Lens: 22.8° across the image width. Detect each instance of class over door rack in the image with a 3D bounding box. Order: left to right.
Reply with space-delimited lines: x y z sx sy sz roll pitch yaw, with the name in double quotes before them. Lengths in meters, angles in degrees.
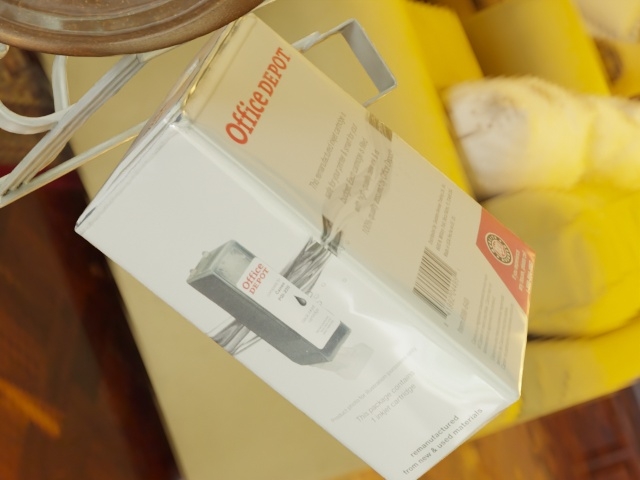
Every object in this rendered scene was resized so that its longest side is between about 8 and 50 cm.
"over door rack" -0.046 -0.130 0.875 0.324 0.239 0.108 -18 83 -33

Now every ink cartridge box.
"ink cartridge box" 0.000 0.000 0.824 0.218 0.092 0.158 41 27 -11

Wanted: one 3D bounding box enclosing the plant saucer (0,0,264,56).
"plant saucer" -0.081 -0.135 0.541 0.198 0.199 0.036 51 21 -39
